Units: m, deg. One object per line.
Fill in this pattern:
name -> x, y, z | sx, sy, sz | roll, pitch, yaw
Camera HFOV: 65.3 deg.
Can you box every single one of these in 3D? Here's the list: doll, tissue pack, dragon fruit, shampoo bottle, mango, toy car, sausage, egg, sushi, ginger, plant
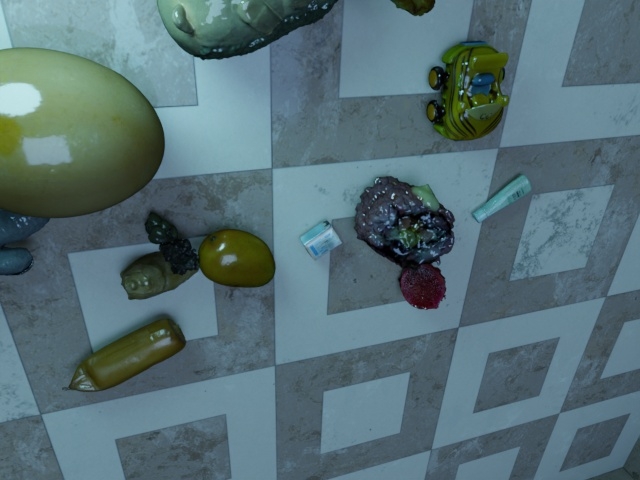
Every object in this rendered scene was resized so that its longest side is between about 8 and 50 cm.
doll -> -0.724, -0.012, 1.043 | 0.340, 0.158, 0.245 | -52, 122, -22
tissue pack -> 0.000, 0.000, 1.361 | 0.094, 0.058, 0.074 | -33, 124, -1
dragon fruit -> 0.330, 0.133, 1.552 | 0.111, 0.153, 0.153 | -10, 130, -56
shampoo bottle -> 0.547, -0.121, 1.512 | 0.191, 0.041, 0.069 | -35, 131, 2
mango -> -0.205, 0.049, 1.277 | 0.221, 0.120, 0.151 | 14, 117, -35
toy car -> 0.382, -0.360, 1.242 | 0.201, 0.142, 0.247 | -12, 121, -13
sausage -> -0.519, 0.314, 1.322 | 0.329, 0.112, 0.112 | -27, 125, -4
egg -> -0.479, -0.189, 0.914 | 0.374, 0.301, 0.300 | 4, 118, -25
sushi -> 0.230, -0.049, 1.354 | 0.270, 0.170, 0.236 | 28, 107, -27
ginger -> -0.393, 0.087, 1.233 | 0.193, 0.123, 0.115 | -20, 104, -16
plant -> -0.359, 0.009, 1.201 | 0.085, 0.087, 0.174 | -37, 95, 15
doll -> -0.125, -0.473, 0.925 | 0.350, 0.247, 0.247 | -17, 124, -23

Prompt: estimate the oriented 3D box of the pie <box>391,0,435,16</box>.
pie -> 0.120, -0.593, 0.935 | 0.288, 0.103, 0.354 | -44, 114, -40
